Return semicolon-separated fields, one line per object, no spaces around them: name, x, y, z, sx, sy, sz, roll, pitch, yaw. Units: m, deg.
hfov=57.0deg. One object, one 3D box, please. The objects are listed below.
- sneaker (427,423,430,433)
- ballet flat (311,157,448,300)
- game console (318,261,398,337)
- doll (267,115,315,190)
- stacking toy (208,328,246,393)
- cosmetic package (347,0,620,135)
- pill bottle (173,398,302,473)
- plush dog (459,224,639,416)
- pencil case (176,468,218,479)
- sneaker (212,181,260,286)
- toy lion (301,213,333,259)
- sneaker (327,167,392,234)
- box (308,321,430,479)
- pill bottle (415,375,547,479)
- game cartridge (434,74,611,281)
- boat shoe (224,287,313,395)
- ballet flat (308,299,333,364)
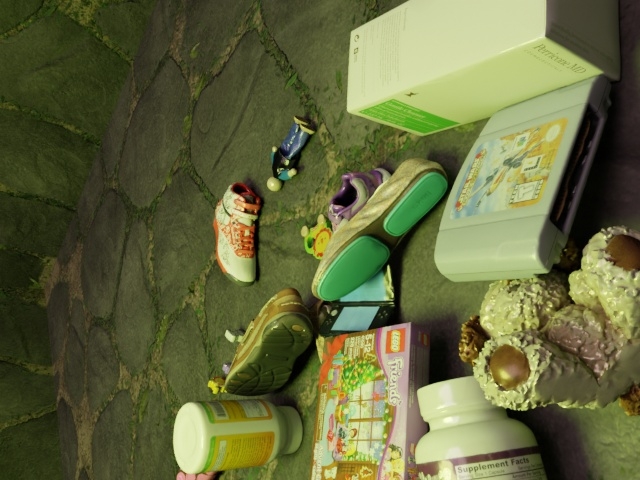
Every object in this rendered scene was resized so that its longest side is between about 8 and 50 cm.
sneaker;0.147;0.321;0.952;0.125;0.104;0.261;-55;44;27
ballet flat;0.095;-0.024;1.056;0.316;0.108;0.106;-44;38;8
game console;0.061;0.110;1.092;0.144;0.085;0.124;-6;36;38
doll;-0.079;-0.196;1.399;0.189;0.046;0.129;-58;42;27
stacking toy;-0.189;0.339;1.435;0.221;0.052;0.166;35;111;47
cosmetic package;0.229;-0.287;0.894;0.366;0.197;0.155;-6;79;53
pill bottle;-0.165;0.400;1.223;0.136;0.246;0.136;-15;71;51
plush dog;0.304;0.109;0.763;0.262;0.210;0.225;-45;28;1
pencil case;-0.294;0.557;1.491;0.098;0.095;0.209;38;116;11
sneaker;-0.202;-0.026;1.488;0.145;0.090;0.270;-53;42;35
toy lion;0.000;0.000;1.258;0.100;0.034;0.096;-32;51;46
sneaker;0.053;-0.035;1.146;0.095;0.105;0.236;36;113;48
box;0.076;0.290;0.944;0.201;0.057;0.293;-20;54;43
pill bottle;0.222;0.342;0.793;0.169;0.169;0.301;-34;57;44
game cartridge;0.267;-0.081;0.808;0.198;0.062;0.297;-6;52;54
boat shoe;-0.108;0.221;1.252;0.324;0.123;0.119;-52;31;38
ballet flat;0.027;0.197;1.158;0.067;0.073;0.206;-56;45;33
